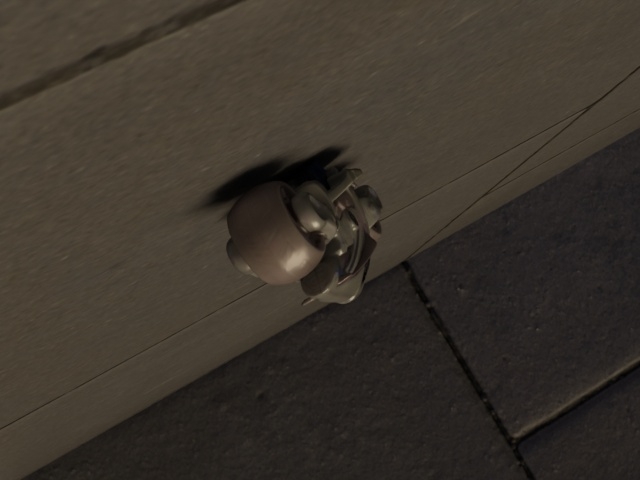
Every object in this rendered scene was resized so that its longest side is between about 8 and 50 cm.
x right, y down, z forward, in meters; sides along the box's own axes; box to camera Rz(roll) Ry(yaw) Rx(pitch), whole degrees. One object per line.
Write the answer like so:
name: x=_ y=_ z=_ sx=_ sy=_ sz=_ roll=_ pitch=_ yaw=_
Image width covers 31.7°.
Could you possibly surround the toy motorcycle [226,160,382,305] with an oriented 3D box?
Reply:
toy motorcycle: x=0.000 y=0.000 z=0.881 sx=0.112 sy=0.112 sz=0.254 roll=-32 pitch=175 yaw=16
